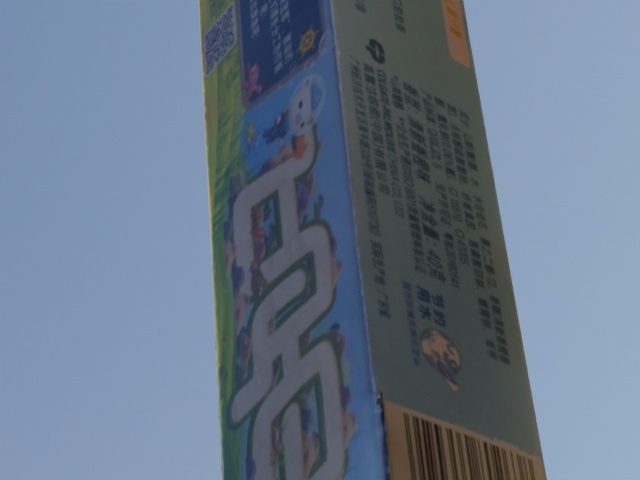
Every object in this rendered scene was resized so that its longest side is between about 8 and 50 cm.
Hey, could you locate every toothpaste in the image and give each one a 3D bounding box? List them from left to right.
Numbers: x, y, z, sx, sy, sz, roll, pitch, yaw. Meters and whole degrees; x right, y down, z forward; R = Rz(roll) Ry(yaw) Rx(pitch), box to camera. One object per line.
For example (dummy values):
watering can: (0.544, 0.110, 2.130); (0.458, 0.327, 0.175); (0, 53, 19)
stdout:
toothpaste: (0.000, 0.000, 0.381); (0.044, 0.070, 0.193); (22, -136, -31)
